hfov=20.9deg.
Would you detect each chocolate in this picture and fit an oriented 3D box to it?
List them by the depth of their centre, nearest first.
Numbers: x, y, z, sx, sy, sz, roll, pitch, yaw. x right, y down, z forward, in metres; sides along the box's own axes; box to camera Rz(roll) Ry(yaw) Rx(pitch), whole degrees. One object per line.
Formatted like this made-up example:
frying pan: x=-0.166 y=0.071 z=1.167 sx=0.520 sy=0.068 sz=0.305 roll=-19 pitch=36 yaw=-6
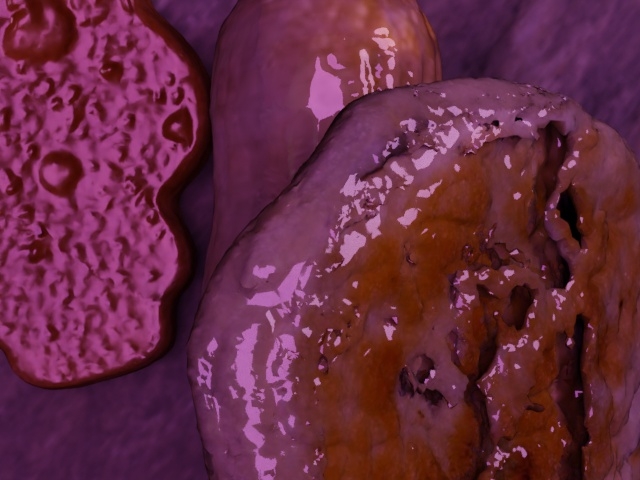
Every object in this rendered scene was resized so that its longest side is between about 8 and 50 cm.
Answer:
chocolate: x=0.000 y=0.000 z=0.918 sx=0.134 sy=0.134 sz=0.309 roll=2 pitch=88 yaw=0

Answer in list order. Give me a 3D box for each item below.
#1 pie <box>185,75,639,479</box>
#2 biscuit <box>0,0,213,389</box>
pie: x=0.077 y=0.077 z=0.851 sx=0.077 sy=0.339 sz=0.339 roll=7 pitch=94 yaw=44
biscuit: x=-0.164 y=-0.083 z=0.949 sx=0.202 sy=0.047 sz=0.333 roll=-18 pitch=90 yaw=6
